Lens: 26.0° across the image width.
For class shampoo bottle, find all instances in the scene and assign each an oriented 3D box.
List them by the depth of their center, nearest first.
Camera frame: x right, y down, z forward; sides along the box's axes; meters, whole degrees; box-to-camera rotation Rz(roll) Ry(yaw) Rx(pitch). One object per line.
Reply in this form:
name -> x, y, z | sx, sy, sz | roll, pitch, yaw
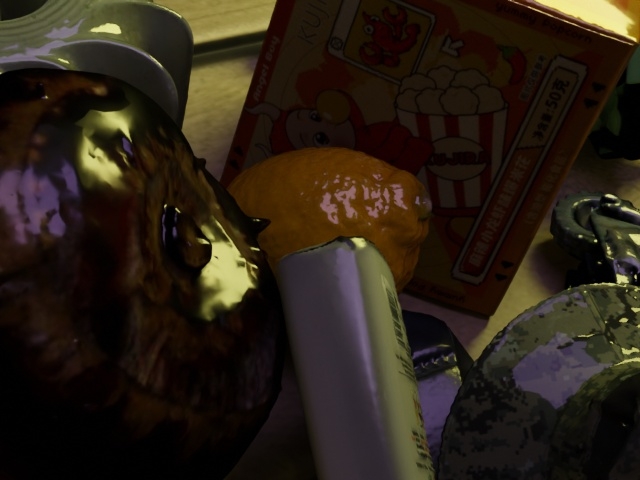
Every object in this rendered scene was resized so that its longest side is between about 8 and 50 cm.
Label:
shampoo bottle -> 0.035, 0.147, 0.841 | 0.071, 0.153, 0.284 | -11, 71, 8

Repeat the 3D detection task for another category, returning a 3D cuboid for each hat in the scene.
hat -> 0.213, 0.142, 0.859 | 0.265, 0.128, 0.266 | 2, 82, -16

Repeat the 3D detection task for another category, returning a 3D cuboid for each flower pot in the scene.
flower pot -> -0.249, -0.190, 1.121 | 0.254, 0.165, 0.368 | -1, 46, -17

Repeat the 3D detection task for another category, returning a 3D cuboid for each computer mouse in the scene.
computer mouse -> 0.054, 0.113, 0.960 | 0.105, 0.062, 0.192 | -10, 42, 14

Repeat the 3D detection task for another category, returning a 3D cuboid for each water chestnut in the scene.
water chestnut -> -0.176, 0.045, 0.850 | 0.300, 0.300, 0.300 | 12, 40, -11

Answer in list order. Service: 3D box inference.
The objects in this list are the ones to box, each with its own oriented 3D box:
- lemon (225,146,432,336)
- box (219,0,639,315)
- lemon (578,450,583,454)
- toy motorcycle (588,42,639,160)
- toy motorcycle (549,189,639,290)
lemon -> 0.000, 0.000, 1.016 | 0.142, 0.187, 0.142 | 31, 51, -48
box -> 0.090, -0.137, 1.112 | 0.259, 0.284, 0.214 | 24, 40, 4
lemon -> 0.166, 0.143, 0.966 | 0.155, 0.114, 0.114 | -30, 61, -31
toy motorcycle -> 0.274, -0.233, 1.270 | 0.125, 0.331, 0.196 | -9, 35, -10
toy motorcycle -> 0.274, 0.051, 1.127 | 0.159, 0.106, 0.270 | 8, 37, -7
